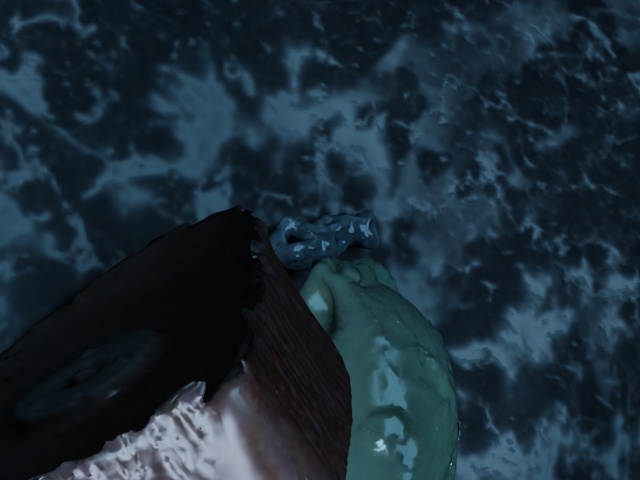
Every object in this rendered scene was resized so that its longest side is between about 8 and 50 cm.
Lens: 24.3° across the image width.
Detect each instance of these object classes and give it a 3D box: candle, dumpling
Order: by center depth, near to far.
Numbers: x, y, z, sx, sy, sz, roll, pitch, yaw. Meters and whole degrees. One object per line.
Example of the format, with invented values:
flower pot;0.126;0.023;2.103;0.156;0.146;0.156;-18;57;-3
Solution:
candle;-0.090;0.109;0.740;0.317;0.287;0.131;-45;108;-37
dumpling;0.048;0.113;0.931;0.149;0.105;0.217;2;73;-27

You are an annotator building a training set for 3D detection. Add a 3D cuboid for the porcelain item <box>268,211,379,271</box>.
porcelain item;0.000;0.000;0.979;0.083;0.028;0.036;-10;67;-34
